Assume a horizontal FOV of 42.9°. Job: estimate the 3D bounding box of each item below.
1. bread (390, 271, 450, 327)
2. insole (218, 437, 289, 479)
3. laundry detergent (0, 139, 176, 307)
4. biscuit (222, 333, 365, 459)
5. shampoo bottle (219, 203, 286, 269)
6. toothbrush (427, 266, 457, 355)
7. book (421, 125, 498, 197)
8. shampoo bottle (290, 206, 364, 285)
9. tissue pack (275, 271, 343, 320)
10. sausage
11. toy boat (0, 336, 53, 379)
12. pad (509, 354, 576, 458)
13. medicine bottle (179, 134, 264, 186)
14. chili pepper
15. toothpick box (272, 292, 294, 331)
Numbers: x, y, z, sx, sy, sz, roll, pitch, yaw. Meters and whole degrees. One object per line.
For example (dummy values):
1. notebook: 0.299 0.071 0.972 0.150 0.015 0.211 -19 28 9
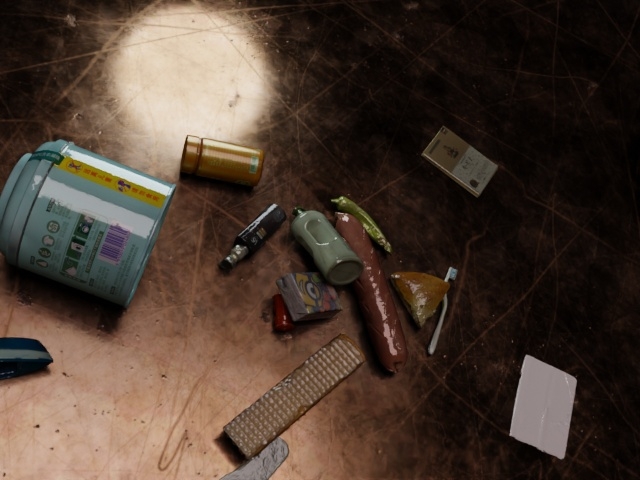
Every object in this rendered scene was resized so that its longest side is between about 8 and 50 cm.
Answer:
1. bread: 0.266 0.130 2.024 0.136 0.054 0.154 -18 72 -23
2. insole: -0.150 0.497 1.700 0.080 0.003 0.232 47 57 8
3. laundry detergent: -0.494 -0.043 1.696 0.305 0.287 0.287 22 57 -9
4. biscuit: -0.050 0.338 1.792 0.379 0.054 0.094 -36 77 -32
5. shampoo bottle: -0.163 -0.006 1.940 0.057 0.063 0.207 46 55 -5
6. toothbrush: 0.302 0.173 2.039 0.026 0.022 0.263 20 57 4
7. book: 0.395 -0.223 2.293 0.199 0.016 0.138 37 56 2
8. shampoo bottle: 0.000 0.000 1.953 0.118 0.087 0.234 11 32 -48
9. tissue pack: -0.025 0.128 1.883 0.148 0.060 0.108 2 59 -56
10. sausage: 0.120 0.112 1.966 0.088 0.088 0.433 -9 66 -25
11. toy boat: -0.680 0.236 1.591 0.299 0.096 0.061 -4 56 -25
12. pad: 0.553 0.409 2.015 0.157 0.004 0.232 26 57 -6
13. medicine bottle: -0.240 -0.194 1.989 0.192 0.096 0.096 10 60 -16
14. chili pepper: 0.114 -0.045 2.075 0.208 0.049 0.043 42 91 1
15. toothpick box: -0.086 0.167 1.880 0.047 0.047 0.083 5 62 -18
